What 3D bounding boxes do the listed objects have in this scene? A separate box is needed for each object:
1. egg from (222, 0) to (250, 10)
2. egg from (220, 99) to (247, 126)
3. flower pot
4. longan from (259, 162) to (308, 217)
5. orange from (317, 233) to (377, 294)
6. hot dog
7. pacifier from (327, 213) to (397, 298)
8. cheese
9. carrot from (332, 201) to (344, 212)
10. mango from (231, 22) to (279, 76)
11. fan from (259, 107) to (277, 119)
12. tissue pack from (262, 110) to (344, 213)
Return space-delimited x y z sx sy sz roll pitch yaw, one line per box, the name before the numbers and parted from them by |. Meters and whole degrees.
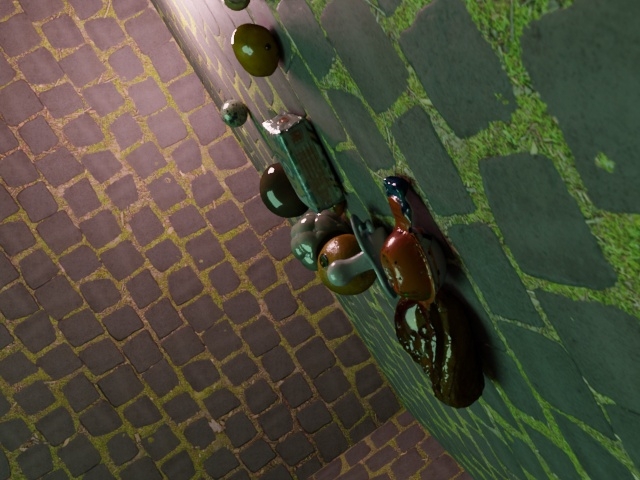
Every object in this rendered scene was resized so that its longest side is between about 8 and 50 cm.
egg | -0.224 -0.651 1.377 0.080 0.080 0.096 61 -179 -24
egg | -0.422 -0.622 2.556 0.132 0.132 0.172 57 -177 3
flower pot | 0.000 0.000 2.015 0.195 0.246 0.246 34 157 50
longan | -0.141 -0.207 2.160 0.248 0.248 0.248 56 172 11
orange | 0.097 0.087 1.846 0.236 0.236 0.236 56 172 11
hot dog | 0.322 0.289 1.396 0.267 0.174 0.387 52 172 50
pacifier | 0.123 0.061 1.579 0.287 0.226 0.238 61 -170 -20
cheese | 0.205 0.012 1.207 0.217 0.129 0.329 -134 25 -70
carrot | 0.067 -0.115 1.880 0.048 0.048 0.216 56 177 12
mango | -0.185 -0.540 1.488 0.147 0.109 0.227 34 175 -8
fan | -0.196 -0.488 2.122 0.310 0.010 0.182 48 169 47
tissue pack | -0.060 -0.266 1.742 0.310 0.128 0.228 63 171 -28
